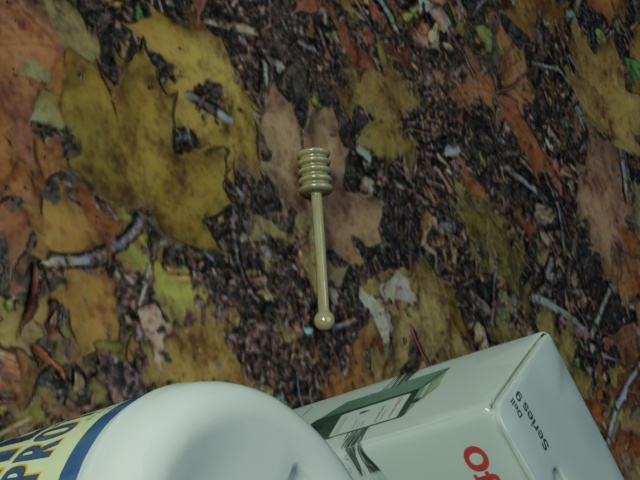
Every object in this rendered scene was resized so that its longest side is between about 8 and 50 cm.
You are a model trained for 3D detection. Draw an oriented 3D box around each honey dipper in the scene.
[{"bbox_3d":[0.000,0.000,1.655,0.030,0.030,0.161,17,63,-50],"label":"honey dipper"}]

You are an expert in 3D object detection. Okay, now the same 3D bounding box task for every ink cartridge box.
[{"bbox_3d":[0.076,0.214,1.416,0.211,0.289,0.121,61,35,-12],"label":"ink cartridge box"}]

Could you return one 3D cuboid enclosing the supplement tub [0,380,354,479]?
[{"bbox_3d":[-0.147,0.224,1.070,0.235,0.324,0.235,30,51,-44],"label":"supplement tub"}]
